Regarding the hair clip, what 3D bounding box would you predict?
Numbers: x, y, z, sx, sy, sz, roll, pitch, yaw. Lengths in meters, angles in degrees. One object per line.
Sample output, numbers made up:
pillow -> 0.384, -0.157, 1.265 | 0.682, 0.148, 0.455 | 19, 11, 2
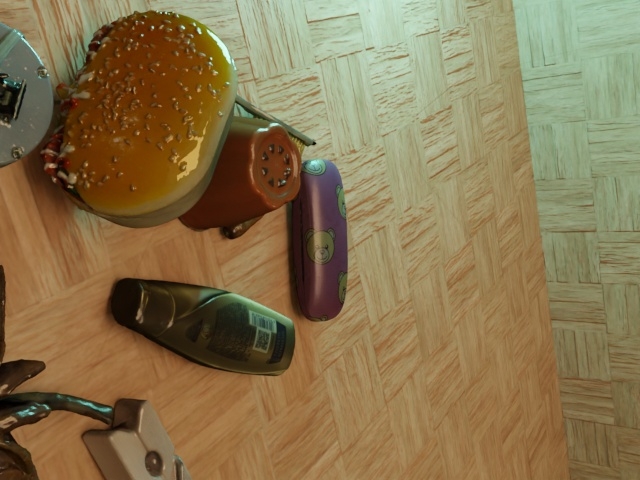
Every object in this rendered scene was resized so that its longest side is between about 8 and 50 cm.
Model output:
hair clip -> -0.229, 0.387, 0.989 | 0.101, 0.085, 0.331 | -44, 123, -47

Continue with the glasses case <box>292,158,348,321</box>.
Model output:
glasses case -> 0.000, 0.000, 1.309 | 0.123, 0.075, 0.317 | -6, 95, -53

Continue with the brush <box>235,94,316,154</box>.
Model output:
brush -> -0.119, -0.208, 1.172 | 0.296, 0.068, 0.060 | 26, 91, -47

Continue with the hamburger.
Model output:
hamburger -> -0.230, -0.162, 0.880 | 0.151, 0.226, 0.296 | 71, 31, -61

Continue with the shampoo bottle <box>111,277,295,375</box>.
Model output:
shampoo bottle -> -0.174, 0.138, 1.066 | 0.350, 0.084, 0.126 | 27, 66, -50

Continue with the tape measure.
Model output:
tape measure -> -0.396, -0.167, 0.748 | 0.180, 0.107, 0.182 | 15, 76, -46

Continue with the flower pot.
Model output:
flower pot -> -0.133, -0.113, 1.051 | 0.190, 0.173, 0.191 | 3, 86, -52

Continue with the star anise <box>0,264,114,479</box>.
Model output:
star anise -> -0.410, 0.190, 0.729 | 0.349, 0.108, 0.293 | -28, 120, -39

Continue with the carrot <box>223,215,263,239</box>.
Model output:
carrot -> -0.117, -0.049, 1.186 | 0.165, 0.035, 0.036 | -44, 124, -47
